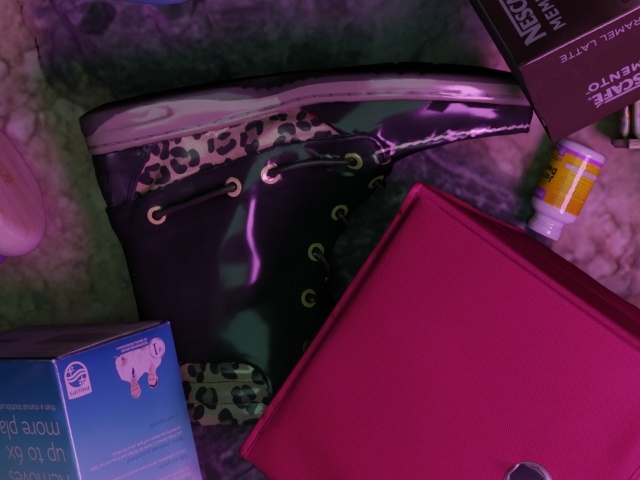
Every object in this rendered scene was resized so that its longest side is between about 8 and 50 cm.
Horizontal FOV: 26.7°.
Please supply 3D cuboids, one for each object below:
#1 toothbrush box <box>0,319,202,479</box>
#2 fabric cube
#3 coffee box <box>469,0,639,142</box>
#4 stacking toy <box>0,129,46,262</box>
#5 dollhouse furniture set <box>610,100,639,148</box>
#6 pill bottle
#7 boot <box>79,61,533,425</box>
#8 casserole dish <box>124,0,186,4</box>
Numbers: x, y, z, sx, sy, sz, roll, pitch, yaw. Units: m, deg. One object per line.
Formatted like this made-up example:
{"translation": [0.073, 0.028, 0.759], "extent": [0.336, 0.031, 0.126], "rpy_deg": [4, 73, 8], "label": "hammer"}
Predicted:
{"translation": [-0.207, 0.225, 1.130], "extent": [0.216, 0.126, 0.295], "rpy_deg": [-4, 100, 44], "label": "toothbrush box"}
{"translation": [0.147, 0.142, 1.036], "extent": [0.258, 0.259, 0.254], "rpy_deg": [38, 100, 26], "label": "fabric cube"}
{"translation": [0.181, -0.213, 1.045], "extent": [0.141, 0.098, 0.246], "rpy_deg": [-27, 51, 7], "label": "coffee box"}
{"translation": [-0.409, 0.021, 1.177], "extent": [0.330, 0.141, 0.141], "rpy_deg": [-29, 94, 13], "label": "stacking toy"}
{"translation": [0.293, -0.093, 1.088], "extent": [0.101, 0.161, 0.182], "rpy_deg": [-1, 96, 4], "label": "dollhouse furniture set"}
{"translation": [0.209, -0.044, 1.159], "extent": [0.043, 0.043, 0.083], "rpy_deg": [25, 97, 1], "label": "pill bottle"}
{"translation": [0.000, 0.000, 1.134], "extent": [0.377, 0.138, 0.284], "rpy_deg": [-6, 99, 1], "label": "boot"}
{"translation": [-0.180, -0.267, 1.166], "extent": [0.188, 0.037, 0.114], "rpy_deg": [7, 98, 2], "label": "casserole dish"}
